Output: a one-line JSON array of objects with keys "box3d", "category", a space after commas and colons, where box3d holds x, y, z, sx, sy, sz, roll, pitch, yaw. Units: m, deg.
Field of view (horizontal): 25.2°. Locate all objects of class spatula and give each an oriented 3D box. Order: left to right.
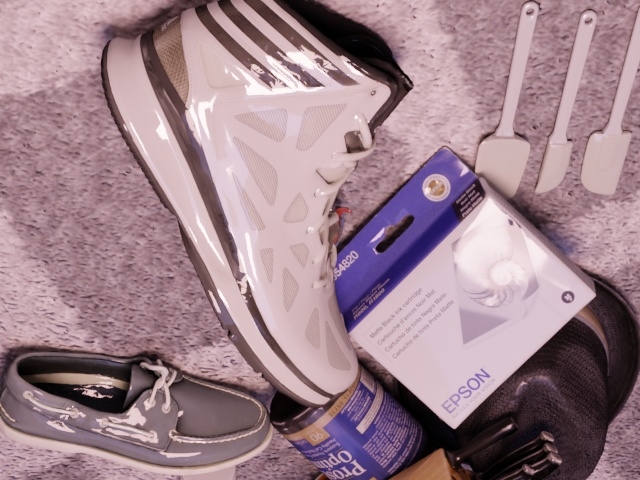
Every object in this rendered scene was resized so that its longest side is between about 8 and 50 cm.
[{"box3d": [0.251, -0.139, 1.478, 0.168, 0.019, 0.242, 0, 130, -7], "category": "spatula"}]

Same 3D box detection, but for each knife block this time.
[{"box3d": [0.130, 0.294, 1.598, 0.275, 0.242, 0.088, 2, 143, 52], "category": "knife block"}]

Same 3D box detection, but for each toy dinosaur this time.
[{"box3d": [0.000, 0.000, 1.530, 0.047, 0.090, 0.082, 12, 93, -6], "category": "toy dinosaur"}]

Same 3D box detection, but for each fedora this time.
[{"box3d": [0.244, 0.192, 1.671, 0.334, 0.152, 0.334, -4, 131, -5], "category": "fedora"}]

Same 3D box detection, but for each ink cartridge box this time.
[{"box3d": [0.138, 0.053, 1.527, 0.224, 0.045, 0.223, 42, 107, -6], "category": "ink cartridge box"}]

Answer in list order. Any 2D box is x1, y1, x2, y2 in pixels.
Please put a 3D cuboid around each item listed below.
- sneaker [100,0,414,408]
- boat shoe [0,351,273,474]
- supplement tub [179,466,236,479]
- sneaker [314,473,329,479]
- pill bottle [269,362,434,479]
[{"box3d": [-0.002, -0.042, 1.397, 0.257, 0.169, 0.448, -23, 118, 11], "category": "sneaker"}, {"box3d": [-0.207, 0.187, 1.628, 0.319, 0.116, 0.099, 7, 133, -8], "category": "boat shoe"}, {"box3d": [-0.139, 0.316, 1.775, 0.071, 0.071, 0.107, -2, 129, -7], "category": "supplement tub"}, {"box3d": [0.016, 0.363, 1.825, 0.123, 0.106, 0.290, 22, 113, -20], "category": "sneaker"}, {"box3d": [0.054, 0.236, 1.670, 0.123, 0.123, 0.219, -37, 110, 22], "category": "pill bottle"}]
